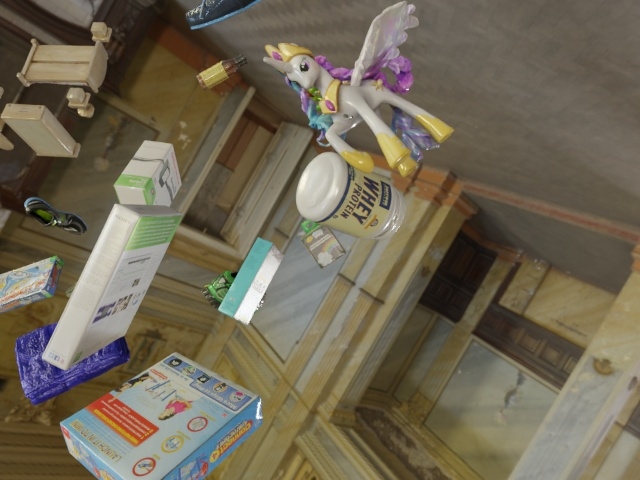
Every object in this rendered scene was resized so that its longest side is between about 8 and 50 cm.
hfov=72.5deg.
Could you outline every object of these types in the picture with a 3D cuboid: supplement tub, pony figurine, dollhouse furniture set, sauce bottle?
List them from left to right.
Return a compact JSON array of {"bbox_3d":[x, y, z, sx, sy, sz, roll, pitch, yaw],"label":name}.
[{"bbox_3d":[-0.763,-0.434,1.250,0.303,0.355,0.174,3,156,1],"label":"dollhouse furniture set"},{"bbox_3d":[-0.235,-0.409,1.053,0.042,0.128,0.042,57,173,12],"label":"sauce bottle"},{"bbox_3d":[0.107,-0.138,1.484,0.325,0.235,0.235,19,-172,-35],"label":"supplement tub"},{"bbox_3d":[0.097,-0.307,0.922,0.363,0.303,0.351,48,-132,12],"label":"pony figurine"}]

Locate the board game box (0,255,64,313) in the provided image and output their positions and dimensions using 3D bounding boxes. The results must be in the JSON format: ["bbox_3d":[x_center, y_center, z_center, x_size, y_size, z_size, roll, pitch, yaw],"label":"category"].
[{"bbox_3d":[-0.868,0.132,1.282,0.035,0.201,0.136,68,-175,-46],"label":"board game box"}]

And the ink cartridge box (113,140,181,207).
[{"bbox_3d":[-0.624,-0.207,1.606,0.115,0.273,0.198,7,137,2],"label":"ink cartridge box"}]

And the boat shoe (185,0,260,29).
[{"bbox_3d":[-0.162,-0.507,0.865,0.109,0.258,0.089,-86,-28,-55],"label":"boat shoe"}]

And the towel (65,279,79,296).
[{"bbox_3d":[-0.703,0.110,1.335,0.027,0.148,0.110,50,-160,-13],"label":"towel"}]

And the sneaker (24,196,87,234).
[{"bbox_3d":[-0.827,-0.062,1.363,0.188,0.067,0.078,37,-161,-44],"label":"sneaker"}]

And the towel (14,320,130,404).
[{"bbox_3d":[-0.782,0.342,1.373,0.227,0.308,0.076,62,167,17],"label":"towel"}]

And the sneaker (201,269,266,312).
[{"bbox_3d":[-0.298,0.199,1.698,0.134,0.146,0.343,53,-169,21],"label":"sneaker"}]

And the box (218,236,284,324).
[{"bbox_3d":[-0.203,0.122,1.304,0.060,0.244,0.100,20,163,23],"label":"box"}]

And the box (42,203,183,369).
[{"bbox_3d":[-0.409,0.077,0.893,0.058,0.322,0.232,28,-176,-1],"label":"box"}]

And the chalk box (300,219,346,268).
[{"bbox_3d":[0.000,0.000,1.920,0.213,0.132,0.132,56,-177,0],"label":"chalk box"}]

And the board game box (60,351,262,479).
[{"bbox_3d":[-0.344,0.406,0.970,0.308,0.086,0.302,14,-153,34],"label":"board game box"}]

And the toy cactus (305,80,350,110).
[{"bbox_3d":[0.046,-0.598,1.809,0.219,0.180,0.112,26,-143,-41],"label":"toy cactus"}]
